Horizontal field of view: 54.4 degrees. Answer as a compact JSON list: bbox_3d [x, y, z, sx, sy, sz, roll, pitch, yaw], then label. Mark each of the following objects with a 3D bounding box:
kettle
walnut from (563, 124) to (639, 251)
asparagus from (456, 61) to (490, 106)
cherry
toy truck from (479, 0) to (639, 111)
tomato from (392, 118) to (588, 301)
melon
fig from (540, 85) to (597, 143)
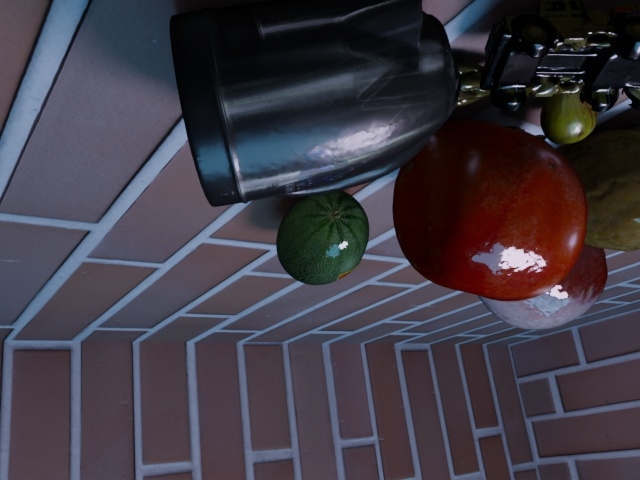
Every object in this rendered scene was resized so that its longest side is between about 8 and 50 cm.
[{"bbox_3d":[0.011,-0.157,0.781,0.324,0.228,0.321,-11,148,-3],"label":"kettle"},{"bbox_3d":[0.573,-0.090,1.176,0.227,0.283,0.283,-44,172,-22],"label":"walnut"},{"bbox_3d":[0.129,-0.219,0.893,0.287,0.080,0.080,-4,160,-1],"label":"asparagus"},{"bbox_3d":[0.520,0.073,1.554,0.335,0.291,0.326,4,151,-6],"label":"cherry"},{"bbox_3d":[0.338,-0.250,0.804,0.257,0.127,0.127,-5,154,-5],"label":"toy truck"},{"bbox_3d":[0.279,-0.050,1.058,0.293,0.289,0.325,13,-179,-22],"label":"tomato"},{"bbox_3d":[0.000,0.000,1.290,0.182,0.182,0.287,0,161,-20],"label":"melon"},{"bbox_3d":[0.395,-0.215,0.976,0.093,0.093,0.166,-10,156,7],"label":"fig"}]
